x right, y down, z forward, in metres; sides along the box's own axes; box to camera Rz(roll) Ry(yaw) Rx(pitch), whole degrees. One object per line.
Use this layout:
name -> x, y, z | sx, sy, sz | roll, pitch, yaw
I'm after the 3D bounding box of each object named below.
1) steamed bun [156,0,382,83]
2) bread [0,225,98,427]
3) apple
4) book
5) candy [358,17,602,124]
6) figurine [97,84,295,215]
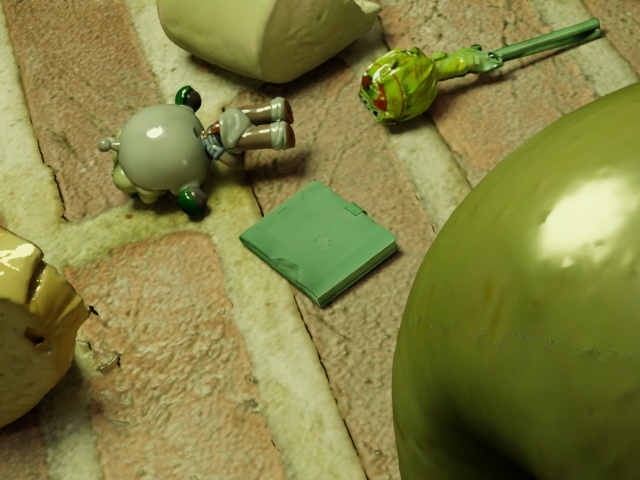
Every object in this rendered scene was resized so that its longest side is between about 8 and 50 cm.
steamed bun -> -0.059, -0.281, 1.648 | 0.225, 0.170, 0.200 | 27, 57, 39
bread -> -0.298, 0.045, 1.372 | 0.211, 0.183, 0.224 | -9, 44, 9
apple -> 0.273, 0.110, 0.898 | 0.474, 0.473, 0.473 | -11, 42, 10
book -> 0.000, 0.000, 1.434 | 0.103, 0.017, 0.135 | -37, 43, -16
candy -> 0.163, -0.185, 1.548 | 0.262, 0.073, 0.077 | -17, 18, -8
figurine -> -0.122, -0.095, 1.533 | 0.197, 0.093, 0.147 | -6, 64, 3
